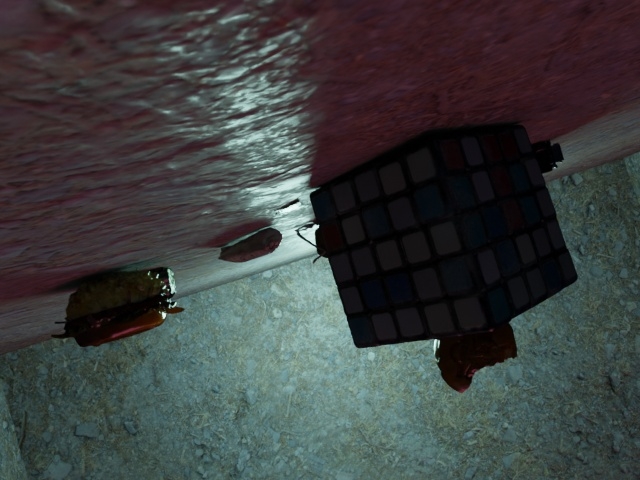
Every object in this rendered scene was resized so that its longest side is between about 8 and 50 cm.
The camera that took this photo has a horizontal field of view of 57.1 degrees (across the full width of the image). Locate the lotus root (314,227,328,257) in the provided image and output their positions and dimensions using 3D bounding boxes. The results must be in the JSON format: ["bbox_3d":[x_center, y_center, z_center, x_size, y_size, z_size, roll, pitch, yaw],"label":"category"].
[{"bbox_3d":[0.069,0.004,1.609,0.170,0.075,0.260,-5,-166,-15],"label":"lotus root"}]

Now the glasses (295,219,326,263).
[{"bbox_3d":[0.000,0.000,1.526,0.140,0.104,0.062,-25,171,37],"label":"glasses"}]

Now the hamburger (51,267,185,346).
[{"bbox_3d":[-0.443,0.144,1.273,0.261,0.139,0.243,-19,174,16],"label":"hamburger"}]

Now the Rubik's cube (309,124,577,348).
[{"bbox_3d":[0.202,-0.004,0.988,0.286,0.292,0.293,-15,174,-42],"label":"Rubik's cube"}]

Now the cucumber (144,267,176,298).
[{"bbox_3d":[-0.436,0.118,1.466,0.193,0.086,0.115,-7,173,-36],"label":"cucumber"}]

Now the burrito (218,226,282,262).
[{"bbox_3d":[-0.162,0.017,1.371,0.203,0.064,0.064,-20,176,44],"label":"burrito"}]

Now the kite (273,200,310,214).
[{"bbox_3d":[-0.048,-0.064,1.118,0.090,0.004,0.122,-19,176,11],"label":"kite"}]

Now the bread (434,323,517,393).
[{"bbox_3d":[0.276,0.190,1.086,0.156,0.125,0.086,-32,-175,0],"label":"bread"}]

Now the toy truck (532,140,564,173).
[{"bbox_3d":[0.474,-0.183,1.395,0.201,0.074,0.088,-18,-175,-5],"label":"toy truck"}]
